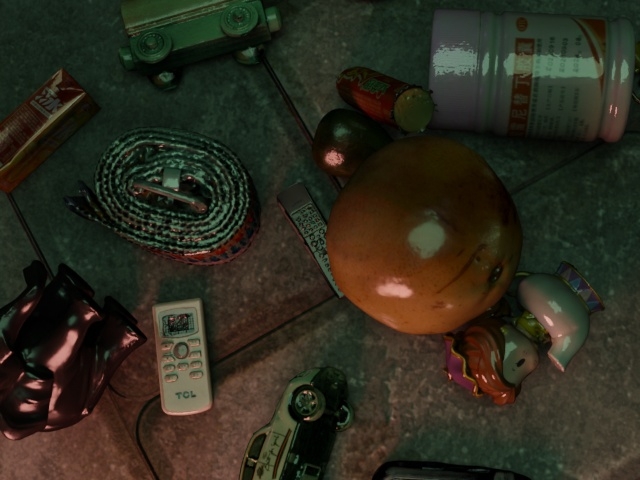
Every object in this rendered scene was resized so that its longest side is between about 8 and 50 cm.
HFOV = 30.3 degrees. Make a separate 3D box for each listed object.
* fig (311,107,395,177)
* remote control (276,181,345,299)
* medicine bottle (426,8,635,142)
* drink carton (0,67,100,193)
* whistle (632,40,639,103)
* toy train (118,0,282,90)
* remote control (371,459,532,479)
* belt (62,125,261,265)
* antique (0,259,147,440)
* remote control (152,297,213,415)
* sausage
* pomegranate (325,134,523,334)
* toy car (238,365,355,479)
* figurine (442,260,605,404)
[{"bbox_3d":[0.075,-0.153,1.955,0.177,0.117,0.117,11,80,-8],"label":"fig"},{"bbox_3d":[0.000,0.000,1.969,0.059,0.028,0.212,-31,79,-5],"label":"remote control"},{"bbox_3d":[0.331,-0.265,1.898,0.316,0.202,0.202,4,80,7],"label":"medicine bottle"},{"bbox_3d":[-0.488,-0.186,2.015,0.223,0.096,0.071,-44,79,-3],"label":"drink carton"},{"bbox_3d":[0.538,-0.273,1.962,0.057,0.046,0.109,-29,84,-15],"label":"whistle"},{"bbox_3d":[-0.212,-0.376,2.025,0.285,0.116,0.177,-16,66,3],"label":"toy train"},{"bbox_3d":[0.210,0.395,1.854,0.266,0.066,0.090,3,84,6],"label":"remote control"},{"bbox_3d":[-0.246,-0.078,1.938,0.295,0.160,0.207,22,82,8],"label":"belt"},{"bbox_3d":[-0.422,0.182,1.825,0.255,0.322,0.185,-44,62,-3],"label":"antique"},{"bbox_3d":[-0.227,0.193,1.952,0.087,0.029,0.190,-7,79,4],"label":"remote control"},{"bbox_3d":[0.091,-0.234,1.914,0.083,0.264,0.083,-8,110,-23],"label":"sausage"},{"bbox_3d":[0.153,-0.010,1.830,0.319,0.319,0.319,-1,79,5],"label":"pomegranate"},{"bbox_3d":[-0.050,0.341,1.860,0.125,0.136,0.306,11,79,29],"label":"toy car"},{"bbox_3d":[0.312,0.150,1.857,0.263,0.142,0.189,-38,46,-1],"label":"figurine"}]
